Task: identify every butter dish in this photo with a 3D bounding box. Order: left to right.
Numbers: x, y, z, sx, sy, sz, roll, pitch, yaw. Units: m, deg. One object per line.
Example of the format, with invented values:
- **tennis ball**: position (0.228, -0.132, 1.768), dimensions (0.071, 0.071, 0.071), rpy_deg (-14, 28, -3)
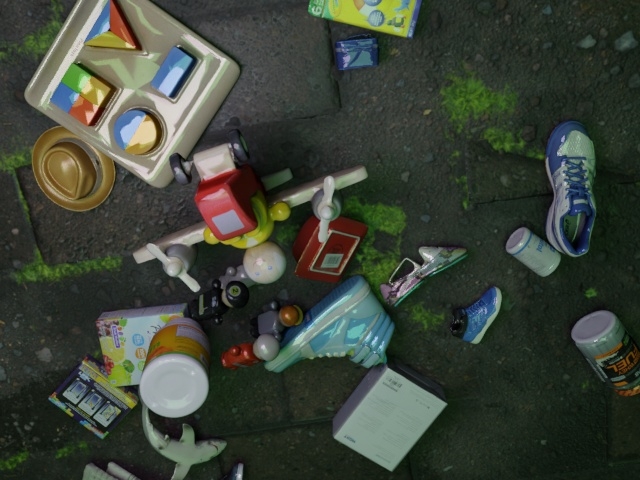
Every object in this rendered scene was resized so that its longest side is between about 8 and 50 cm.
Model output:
- **butter dish**: position (0.000, 0.000, 1.472), dimensions (0.160, 0.118, 0.160), rpy_deg (12, 110, -48)

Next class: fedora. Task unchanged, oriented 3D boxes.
- **fedora**: position (-0.546, -0.150, 1.434), dimensions (0.194, 0.079, 0.195), rpy_deg (0, 108, 0)

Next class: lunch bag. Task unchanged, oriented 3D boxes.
- **lunch bag**: position (0.080, -0.392, 1.366), dimensions (0.098, 0.067, 0.065), rpy_deg (-7, 108, 1)

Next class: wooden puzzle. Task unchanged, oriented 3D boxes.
- **wooden puzzle**: position (-0.391, -0.325, 1.366), dimensions (0.347, 0.080, 0.322), rpy_deg (33, 99, -11)

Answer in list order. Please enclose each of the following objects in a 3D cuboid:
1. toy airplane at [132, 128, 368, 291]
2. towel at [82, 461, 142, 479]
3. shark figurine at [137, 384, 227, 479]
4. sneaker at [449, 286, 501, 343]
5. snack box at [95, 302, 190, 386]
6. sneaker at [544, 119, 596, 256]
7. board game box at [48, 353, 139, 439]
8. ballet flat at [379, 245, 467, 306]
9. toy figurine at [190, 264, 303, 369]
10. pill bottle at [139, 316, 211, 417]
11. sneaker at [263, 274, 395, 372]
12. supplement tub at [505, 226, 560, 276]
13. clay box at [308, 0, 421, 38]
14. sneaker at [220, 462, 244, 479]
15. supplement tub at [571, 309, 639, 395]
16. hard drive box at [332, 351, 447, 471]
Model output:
- **toy airplane**: position (-0.142, -0.043, 1.321), dimensions (0.386, 0.384, 0.273), rpy_deg (-26, 83, 50)
- **towel**: position (-0.491, 0.749, 1.698), dimensions (0.324, 0.056, 0.312), rpy_deg (22, 110, 14)
- **shark figurine**: position (-0.385, 0.482, 1.632), dimensions (0.278, 0.116, 0.166), rpy_deg (48, 68, -21)
- **sneaker**: position (0.359, 0.169, 1.551), dimensions (0.084, 0.058, 0.152), rpy_deg (17, 114, -15)
- **snack box**: position (-0.408, 0.248, 1.567), dimensions (0.207, 0.070, 0.175), rpy_deg (-7, 107, 0)
- **sneaker**: position (0.557, -0.109, 1.427), dimensions (0.111, 0.131, 0.297), rpy_deg (-6, 106, 4)
- **board game box**: position (-0.554, 0.384, 1.621), dimensions (0.170, 0.048, 0.141), rpy_deg (43, 101, -12)
- **ballet flat**: position (0.229, 0.064, 1.516), dimensions (0.221, 0.077, 0.079), rpy_deg (-37, 85, 11)
- **toy figurine**: position (-0.155, 0.157, 1.458), dimensions (0.148, 0.209, 0.213), rpy_deg (-24, 101, 31)
- **pill bottle**: position (-0.303, 0.257, 1.409), dimensions (0.136, 0.246, 0.137), rpy_deg (-2, 106, -7)
- **sneaker**: position (0.036, 0.252, 1.542), dimensions (0.319, 0.127, 0.208), rpy_deg (-39, 103, 12)
- **supplement tub**: position (0.483, 0.025, 1.500), dimensions (0.107, 0.071, 0.071), rpy_deg (34, 104, -11)
- **clay box**: position (0.093, -0.498, 1.340), dimensions (0.221, 0.053, 0.128), rpy_deg (11, 107, -5)
- **sneaker**: position (-0.292, 0.653, 1.688), dimensions (0.163, 0.086, 0.226), rpy_deg (19, 107, -9)
- **supplement tub**: position (0.689, 0.268, 1.554), dimensions (0.117, 0.117, 0.190), rpy_deg (-38, 104, 11)
- **hard drive box**: position (0.165, 0.419, 1.614), dimensions (0.181, 0.089, 0.232), rpy_deg (33, 104, -10)
